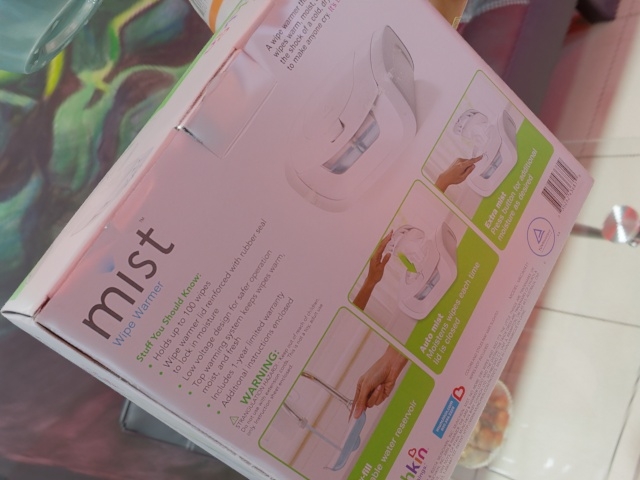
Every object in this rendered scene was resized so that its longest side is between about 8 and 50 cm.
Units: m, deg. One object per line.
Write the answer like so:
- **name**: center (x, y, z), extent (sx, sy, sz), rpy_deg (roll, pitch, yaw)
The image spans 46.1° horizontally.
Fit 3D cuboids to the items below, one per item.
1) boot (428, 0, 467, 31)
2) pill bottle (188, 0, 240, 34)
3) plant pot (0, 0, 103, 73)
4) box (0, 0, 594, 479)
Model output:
- **boot**: center (0.038, -0.217, 0.657), extent (0.197, 0.073, 0.152), rpy_deg (23, 121, 39)
- **pill bottle**: center (-0.136, -0.439, 0.917), extent (0.224, 0.392, 0.224), rpy_deg (-37, -6, -4)
- **plant pot**: center (-0.412, -0.360, 0.967), extent (0.293, 0.235, 0.293), rpy_deg (-46, 14, 15)
- **box**: center (0.000, 0.000, 0.431), extent (0.262, 0.231, 0.126), rpy_deg (-59, 22, -19)
